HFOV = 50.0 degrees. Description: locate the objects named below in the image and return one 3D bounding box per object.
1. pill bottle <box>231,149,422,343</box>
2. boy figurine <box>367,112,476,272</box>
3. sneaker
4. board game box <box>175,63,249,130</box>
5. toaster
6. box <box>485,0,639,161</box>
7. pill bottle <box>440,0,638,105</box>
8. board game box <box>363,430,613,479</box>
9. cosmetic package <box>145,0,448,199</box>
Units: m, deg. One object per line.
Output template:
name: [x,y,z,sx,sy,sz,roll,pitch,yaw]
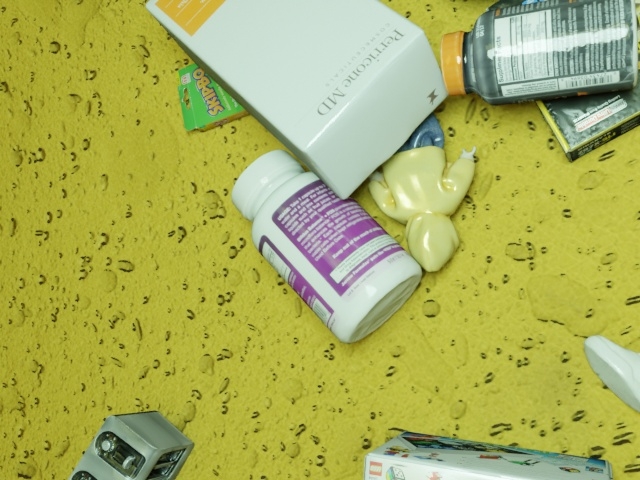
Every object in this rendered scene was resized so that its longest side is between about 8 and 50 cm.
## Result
pill bottle: [0.000,0.000,1.074,0.169,0.169,0.301,-47,71,11]
boy figurine: [0.161,-0.093,1.061,0.177,0.092,0.285,-18,79,19]
sneaker: [0.462,0.191,0.930,0.094,0.080,0.212,-44,68,-8]
board game box: [-0.137,-0.287,1.230,0.260,0.039,0.124,-15,78,17]
toaster: [-0.323,0.386,1.170,0.110,0.186,0.168,33,89,19]
box: [0.439,-0.305,0.978,0.322,0.079,0.257,-29,73,17]
pill bottle: [0.289,-0.253,0.924,0.246,0.130,0.130,-3,84,23]
board game box: [0.233,0.319,0.935,0.305,0.193,0.053,2,85,22]
cosmetic package: [-0.049,-0.297,1.061,0.230,0.161,0.453,-46,58,0]
